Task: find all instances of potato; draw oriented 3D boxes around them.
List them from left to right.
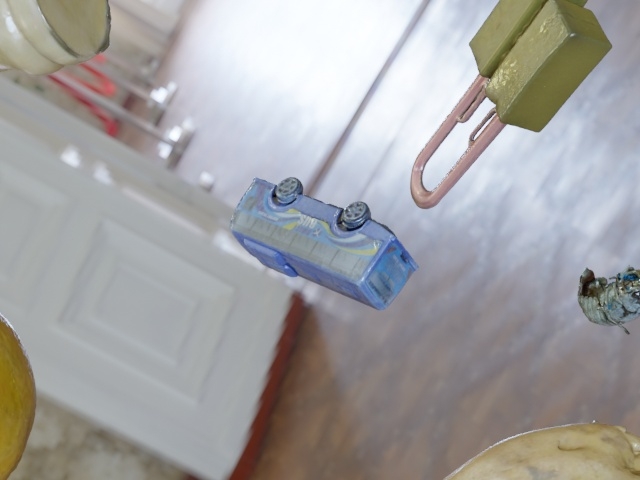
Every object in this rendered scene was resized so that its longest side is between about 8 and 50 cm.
[{"bbox_3d":[0.144,0.205,1.126,0.128,0.234,0.161,3,-96,-77],"label":"potato"}]

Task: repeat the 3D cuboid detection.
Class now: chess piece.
[{"bbox_3d":[-0.317,-0.147,1.287,0.307,0.139,0.124,-21,-3,21],"label":"chess piece"}]

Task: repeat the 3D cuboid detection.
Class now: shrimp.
[{"bbox_3d":[0.325,0.066,1.765,0.174,0.082,0.076,-9,62,69],"label":"shrimp"}]

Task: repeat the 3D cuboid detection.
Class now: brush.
[{"bbox_3d":[0.142,-0.114,1.390,0.233,0.047,0.103,-54,36,34],"label":"brush"}]

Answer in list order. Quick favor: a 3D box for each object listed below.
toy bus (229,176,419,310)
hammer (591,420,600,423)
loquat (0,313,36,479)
[{"bbox_3d":[-0.002,0.000,1.888,0.236,0.079,0.094,21,63,42],"label":"toy bus"},{"bbox_3d":[0.296,0.218,1.371,0.060,0.195,0.028,-62,-9,-4],"label":"hammer"},{"bbox_3d":[-0.397,0.153,1.600,0.275,0.275,0.275,-54,16,23],"label":"loquat"}]
